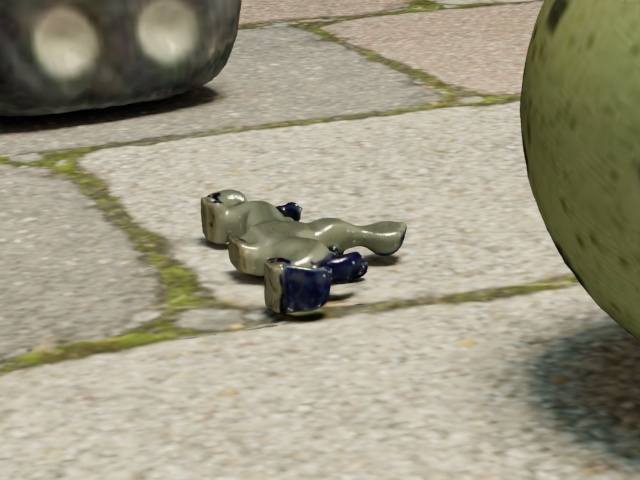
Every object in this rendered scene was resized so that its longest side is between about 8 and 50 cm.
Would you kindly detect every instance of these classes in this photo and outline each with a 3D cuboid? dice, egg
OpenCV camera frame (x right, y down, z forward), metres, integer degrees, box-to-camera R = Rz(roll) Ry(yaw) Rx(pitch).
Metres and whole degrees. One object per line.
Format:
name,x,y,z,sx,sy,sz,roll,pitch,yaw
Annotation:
dice,-0.158,-0.175,1.120,0.181,0.182,0.183,-12,16,-25
egg,0.160,-0.031,0.587,0.177,0.177,0.228,-8,29,-20

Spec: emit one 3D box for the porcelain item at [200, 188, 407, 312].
porcelain item,0.000,0.000,0.773,0.075,0.021,0.136,-7,16,-15
